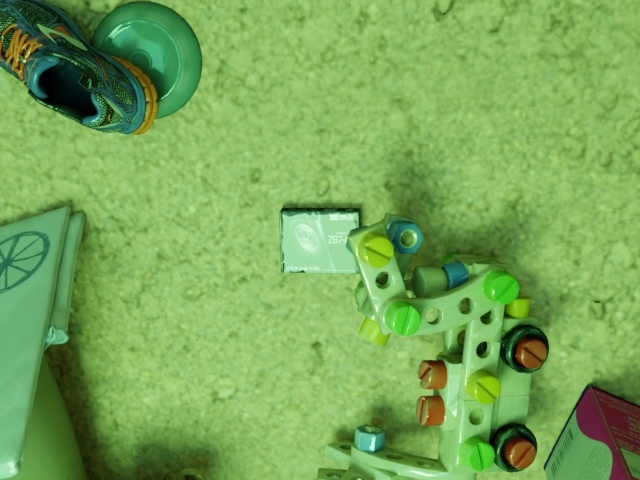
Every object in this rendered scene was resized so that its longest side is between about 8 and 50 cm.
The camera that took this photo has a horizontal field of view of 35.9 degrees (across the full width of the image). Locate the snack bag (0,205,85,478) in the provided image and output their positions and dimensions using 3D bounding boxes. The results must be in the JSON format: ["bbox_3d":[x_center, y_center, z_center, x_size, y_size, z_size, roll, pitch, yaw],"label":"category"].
[{"bbox_3d":[-0.392,0.124,0.958,0.322,0.343,0.037,-16,132,9],"label":"snack bag"}]

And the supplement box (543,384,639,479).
[{"bbox_3d":[0.297,0.245,0.945,0.113,0.220,0.111,23,106,1],"label":"supplement box"}]

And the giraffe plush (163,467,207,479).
[{"bbox_3d":[-0.156,0.341,1.060,0.181,0.210,0.171,-24,83,-4],"label":"giraffe plush"}]

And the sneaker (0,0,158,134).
[{"bbox_3d":[-0.263,-0.175,0.964,0.221,0.087,0.083,29,111,14],"label":"sneaker"}]

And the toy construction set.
[{"bbox_3d":[0.105,0.138,0.978,0.214,0.151,0.328,2,114,-19],"label":"toy construction set"}]

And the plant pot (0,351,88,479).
[{"bbox_3d":[-0.348,0.273,1.039,0.256,0.256,0.274,-16,120,11],"label":"plant pot"}]

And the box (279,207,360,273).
[{"bbox_3d":[0.000,0.000,1.025,0.083,0.018,0.067,1,104,7],"label":"box"}]

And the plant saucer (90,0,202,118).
[{"bbox_3d":[-0.180,-0.181,1.000,0.119,0.021,0.120,2,103,6],"label":"plant saucer"}]
